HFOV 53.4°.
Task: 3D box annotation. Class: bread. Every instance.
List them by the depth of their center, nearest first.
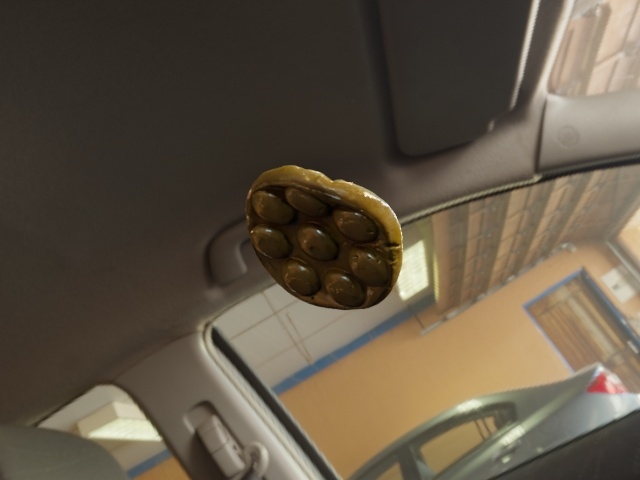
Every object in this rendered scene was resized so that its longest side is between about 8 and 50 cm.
[{"bbox_3d":[0.000,0.000,0.395,0.024,0.110,0.110,-49,-5,-42],"label":"bread"}]
